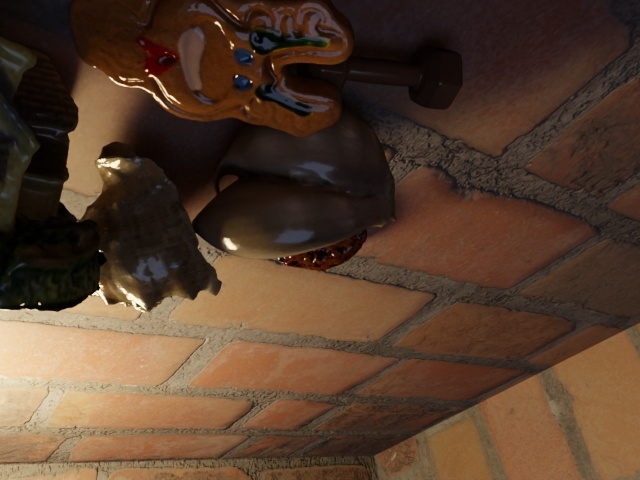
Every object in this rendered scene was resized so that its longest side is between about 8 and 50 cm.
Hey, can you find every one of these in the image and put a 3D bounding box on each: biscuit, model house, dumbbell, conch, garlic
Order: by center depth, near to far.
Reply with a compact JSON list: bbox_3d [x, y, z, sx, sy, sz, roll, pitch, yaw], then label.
[{"bbox_3d":[-0.369,-0.094,0.667,0.261,0.321,0.266,11,100,-30],"label":"model house"},{"bbox_3d":[-0.129,-0.223,0.695,0.334,0.047,0.202,11,140,-5],"label":"biscuit"},{"bbox_3d":[0.085,-0.233,0.797,0.231,0.092,0.081,1,117,-19],"label":"dumbbell"},{"bbox_3d":[-0.068,-0.096,0.910,0.340,0.231,0.246,-4,-167,18],"label":"garlic"},{"bbox_3d":[-0.289,0.016,0.912,0.263,0.186,0.324,17,146,18],"label":"conch"},{"bbox_3d":[0.000,0.000,1.150,0.192,0.049,0.192,-10,143,-8],"label":"biscuit"}]
